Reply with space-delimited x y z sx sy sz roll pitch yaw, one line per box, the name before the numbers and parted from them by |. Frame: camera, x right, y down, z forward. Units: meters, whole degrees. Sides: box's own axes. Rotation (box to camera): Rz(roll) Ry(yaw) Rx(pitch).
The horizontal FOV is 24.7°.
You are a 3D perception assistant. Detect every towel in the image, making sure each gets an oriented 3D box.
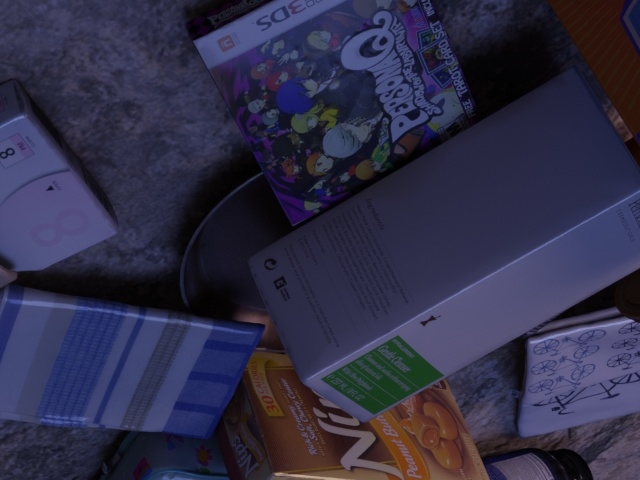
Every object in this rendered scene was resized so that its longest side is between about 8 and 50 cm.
towel | -0.224 0.132 1.554 0.285 0.034 0.209 9 135 -19

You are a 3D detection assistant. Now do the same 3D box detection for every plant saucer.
plant saucer | 0.000 0.000 1.531 0.311 0.050 0.310 -13 140 -11

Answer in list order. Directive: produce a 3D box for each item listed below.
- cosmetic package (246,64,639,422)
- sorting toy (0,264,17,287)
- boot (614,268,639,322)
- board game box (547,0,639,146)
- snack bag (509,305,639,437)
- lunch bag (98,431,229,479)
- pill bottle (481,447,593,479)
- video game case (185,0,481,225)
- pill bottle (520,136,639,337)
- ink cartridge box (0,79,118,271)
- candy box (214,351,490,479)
cosmetic package | 0.139 0.011 1.425 0.366 0.155 0.197 -30 153 10
sorting toy | -0.420 0.032 1.359 0.193 0.038 0.208 -27 138 23
boot | 0.481 0.058 1.627 0.283 0.109 0.220 -33 133 1
board game box | 0.437 -0.204 1.254 0.356 0.356 0.356 -39 137 19
snack bag | 0.398 0.158 1.834 0.323 0.037 0.342 -13 151 -5
lunch bag | -0.134 0.305 1.766 0.279 0.107 0.224 9 136 -29
pill bottle | 0.258 0.347 1.960 0.219 0.122 0.122 -8 140 -35
video game case | 0.019 -0.149 1.337 0.210 0.042 0.232 -27 128 1
pill bottle | 0.278 -0.013 1.575 0.246 0.130 0.130 -38 137 19
ink cartridge box | -0.332 -0.027 1.353 0.232 0.066 0.189 -29 140 2
candy box | 0.034 0.236 1.704 0.316 0.183 0.087 12 129 -33
